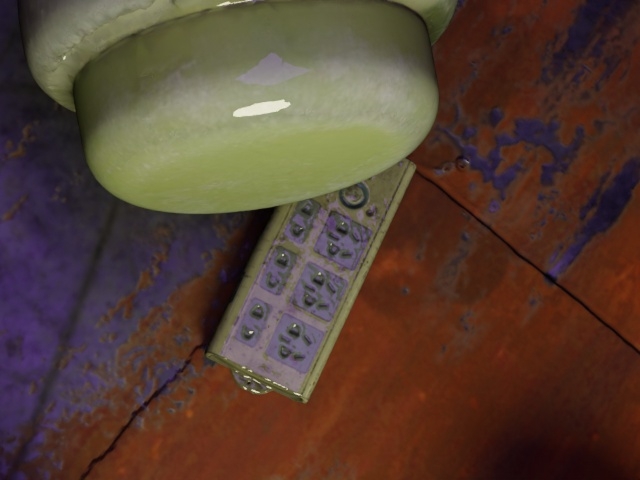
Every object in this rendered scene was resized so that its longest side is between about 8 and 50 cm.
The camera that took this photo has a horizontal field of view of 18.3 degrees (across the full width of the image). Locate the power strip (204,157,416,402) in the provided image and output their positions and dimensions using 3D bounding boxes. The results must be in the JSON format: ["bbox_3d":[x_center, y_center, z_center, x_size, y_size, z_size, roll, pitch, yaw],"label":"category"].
[{"bbox_3d":[0.000,0.000,1.599,0.092,0.034,0.268,27,77,-9],"label":"power strip"}]

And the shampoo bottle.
[{"bbox_3d":[-0.064,-0.196,1.462,0.322,0.322,0.317,-8,78,-15],"label":"shampoo bottle"}]
